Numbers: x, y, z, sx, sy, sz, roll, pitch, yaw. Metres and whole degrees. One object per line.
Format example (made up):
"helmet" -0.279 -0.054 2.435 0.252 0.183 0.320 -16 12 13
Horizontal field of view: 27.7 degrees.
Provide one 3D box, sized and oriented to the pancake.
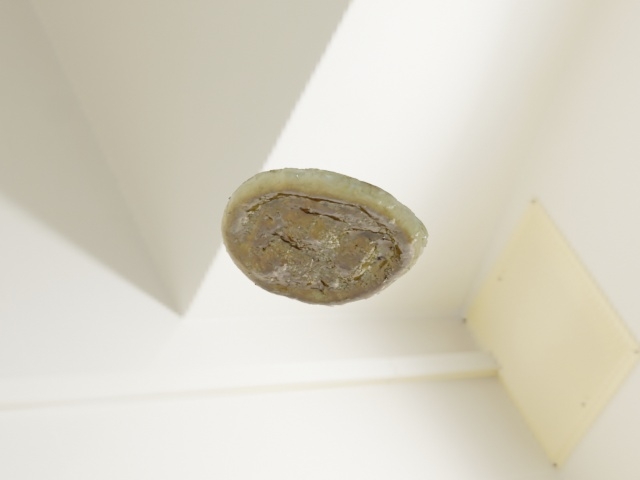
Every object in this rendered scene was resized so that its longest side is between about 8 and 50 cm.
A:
"pancake" 0.000 0.000 0.944 0.158 0.158 0.028 -36 -146 45
